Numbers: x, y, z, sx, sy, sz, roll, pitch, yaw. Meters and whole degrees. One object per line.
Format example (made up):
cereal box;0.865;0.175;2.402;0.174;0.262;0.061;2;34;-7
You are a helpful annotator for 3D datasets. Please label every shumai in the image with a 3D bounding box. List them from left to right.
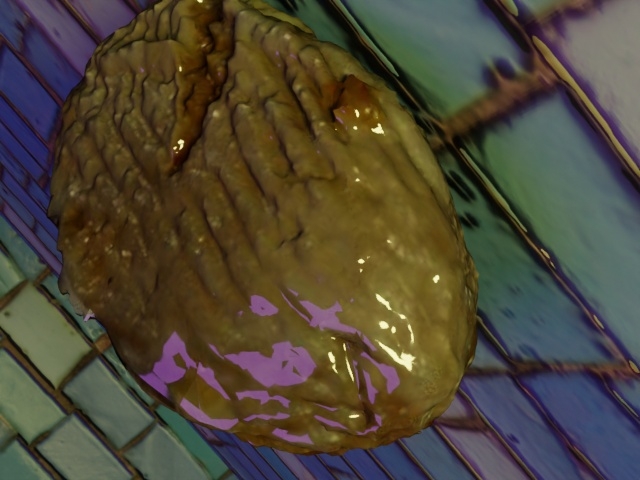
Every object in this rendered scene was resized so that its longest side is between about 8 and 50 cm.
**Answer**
shumai;0.003;0.000;0.620;0.283;0.217;0.346;24;-165;-50
